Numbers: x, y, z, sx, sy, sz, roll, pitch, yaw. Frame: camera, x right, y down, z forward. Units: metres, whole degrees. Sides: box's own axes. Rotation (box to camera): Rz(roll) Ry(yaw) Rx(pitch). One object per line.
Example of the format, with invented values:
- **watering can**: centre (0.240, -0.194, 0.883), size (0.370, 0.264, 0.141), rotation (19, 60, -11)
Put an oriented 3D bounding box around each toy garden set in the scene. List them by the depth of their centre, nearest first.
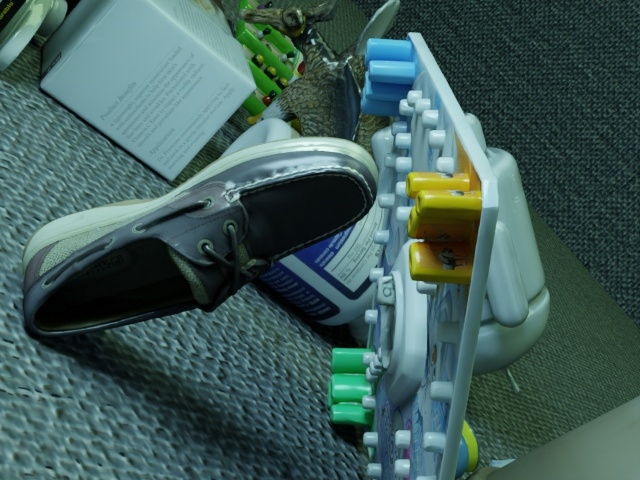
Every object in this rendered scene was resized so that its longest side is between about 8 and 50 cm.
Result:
- **toy garden set**: centre (-0.040, -0.235, 1.761), size (0.204, 0.049, 0.244), rotation (41, 31, -32)

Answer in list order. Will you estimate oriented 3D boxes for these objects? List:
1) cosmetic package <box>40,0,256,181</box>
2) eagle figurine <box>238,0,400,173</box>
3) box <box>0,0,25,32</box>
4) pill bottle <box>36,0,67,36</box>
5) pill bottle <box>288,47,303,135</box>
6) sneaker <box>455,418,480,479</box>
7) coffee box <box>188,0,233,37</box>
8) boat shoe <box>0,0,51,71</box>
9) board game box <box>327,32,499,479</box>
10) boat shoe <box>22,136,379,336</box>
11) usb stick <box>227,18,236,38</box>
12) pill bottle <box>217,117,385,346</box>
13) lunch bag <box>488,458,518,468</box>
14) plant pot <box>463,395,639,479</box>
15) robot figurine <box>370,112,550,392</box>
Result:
- **cosmetic package**: centre (-0.194, -0.197, 1.351), size (0.183, 0.151, 0.151), rotation (38, 15, -26)
- **eagle figurine**: centre (0.005, -0.152, 1.529), size (0.225, 0.226, 0.298), rotation (-14, -86, 62)
- **box**: centre (-0.323, -0.336, 1.061), size (0.257, 0.322, 0.079), rotation (24, 23, -54)
- **pill bottle**: centre (-0.345, -0.279, 1.340), size (0.120, 0.067, 0.067), rotation (32, 19, -38)
- **pill bottle**: centre (-0.019, -0.228, 1.955), size (0.208, 0.117, 0.117), rotation (35, 18, -30)
- **sneaker**: centre (0.075, 0.174, 1.225), size (0.082, 0.069, 0.209), rotation (-10, 30, -24)
- **coffee box**: centre (-0.223, -0.344, 1.769), size (0.141, 0.098, 0.246), rotation (36, 17, -27)
- **boat shoe**: centre (-0.324, -0.276, 1.257), size (0.081, 0.079, 0.227), rotation (31, 49, -30)
- **board game box**: centre (0.056, 0.066, 0.972), size (0.050, 0.390, 0.390), rotation (4, 24, -6)
- **boat shoe**: centre (-0.090, 0.008, 0.892), size (0.092, 0.285, 0.103), rotation (-97, 169, -49)
- **usb stick**: centre (-0.149, -0.268, 1.814), size (0.045, 0.077, 0.278), rotation (10, 24, -11)
- **pill bottle**: centre (0.000, 0.000, 1.331), size (0.264, 0.153, 0.153), rotation (39, 16, -21)
- **lunch bag**: centre (0.232, 0.287, 1.364), size (0.083, 0.053, 0.071), rotation (30, 17, -16)
- **plant pot**: centre (0.309, 0.287, 1.131), size (0.323, 0.280, 0.323), rotation (40, 17, -15)
- **robot figurine**: centre (0.171, 0.019, 1.502), size (0.300, 0.199, 0.353), rotation (-139, -149, -71)
